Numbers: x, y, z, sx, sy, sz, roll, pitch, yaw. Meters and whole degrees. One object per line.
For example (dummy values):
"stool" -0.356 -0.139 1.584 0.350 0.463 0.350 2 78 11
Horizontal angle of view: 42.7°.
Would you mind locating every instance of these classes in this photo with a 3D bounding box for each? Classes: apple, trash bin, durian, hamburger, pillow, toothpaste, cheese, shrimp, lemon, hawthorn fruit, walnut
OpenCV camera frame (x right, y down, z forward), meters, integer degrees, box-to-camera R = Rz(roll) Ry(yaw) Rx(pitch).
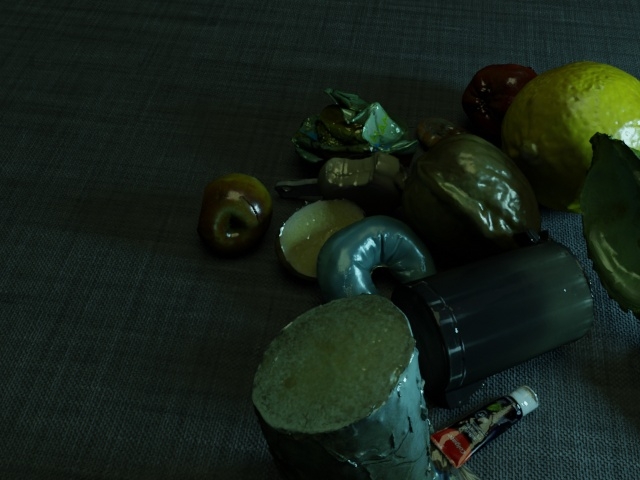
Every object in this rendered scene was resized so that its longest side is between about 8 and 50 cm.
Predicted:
"apple" -0.172 -0.056 1.658 0.146 0.163 0.147 8 23 -11
"trash bin" 0.301 0.131 1.435 0.302 0.203 0.252 -17 89 -18
"durian" 0.561 -0.012 1.459 0.163 0.198 0.394 -20 83 9
"hamburger" 0.077 -0.256 1.789 0.276 0.150 0.260 7 26 2
"pillow" 0.106 0.061 1.552 0.233 0.086 0.214 -33 83 -27
"toothpaste" 0.281 0.310 1.374 0.193 0.045 0.071 -25 51 -19
"cheese" 0.039 -0.114 1.702 0.286 0.163 0.082 -2 59 19
"shrimp" 0.303 -0.234 1.876 0.132 0.051 0.187 -21 48 -19
"lemon" 0.534 -0.209 1.674 0.336 0.336 0.336 0 47 -1
"hawthorn fruit" 0.437 -0.323 1.882 0.202 0.185 0.185 -14 47 -35
"walnut" 0.296 -0.074 1.603 0.227 0.283 0.283 -51 54 13

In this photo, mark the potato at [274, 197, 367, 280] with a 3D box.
"potato" 0.000 0.000 1.624 0.200 0.081 0.164 -23 87 -25

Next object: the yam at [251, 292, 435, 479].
"yam" 0.049 0.280 1.190 0.241 0.348 0.241 -10 34 7

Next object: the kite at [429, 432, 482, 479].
"kite" 0.179 0.450 1.260 0.406 0.014 0.368 0 46 0
